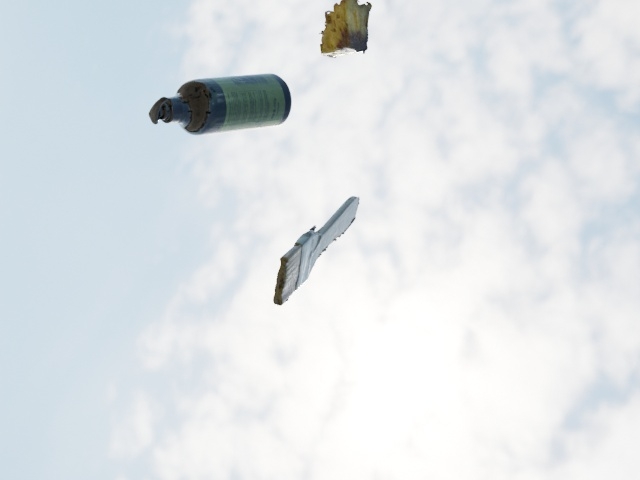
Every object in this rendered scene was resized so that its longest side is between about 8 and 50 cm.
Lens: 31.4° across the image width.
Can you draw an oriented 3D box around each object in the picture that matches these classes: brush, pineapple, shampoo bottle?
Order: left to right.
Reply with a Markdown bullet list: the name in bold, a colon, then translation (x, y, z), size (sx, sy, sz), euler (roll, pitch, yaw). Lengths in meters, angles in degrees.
- **shampoo bottle**: translation (-0.182, -0.239, 2.009), size (0.101, 0.284, 0.101), euler (13, -72, 44)
- **brush**: translation (0.000, 0.000, 1.629), size (0.020, 0.336, 0.085), euler (15, -67, 15)
- **pineapple**: translation (0.052, -0.398, 2.203), size (0.137, 0.069, 0.116), euler (-60, -139, 36)
